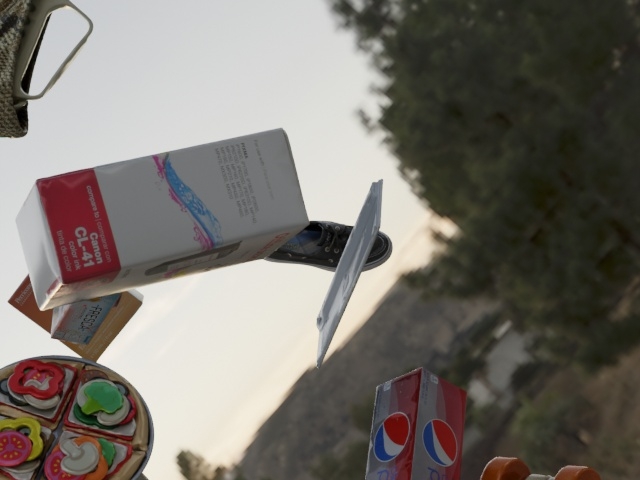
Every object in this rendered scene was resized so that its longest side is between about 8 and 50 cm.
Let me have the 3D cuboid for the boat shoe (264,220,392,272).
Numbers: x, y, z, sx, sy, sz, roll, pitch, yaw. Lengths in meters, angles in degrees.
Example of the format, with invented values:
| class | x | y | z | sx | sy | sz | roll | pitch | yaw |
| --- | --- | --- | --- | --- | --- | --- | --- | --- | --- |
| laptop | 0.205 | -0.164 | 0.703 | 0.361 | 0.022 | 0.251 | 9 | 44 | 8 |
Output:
| class | x | y | z | sx | sy | sz | roll | pitch | yaw |
| --- | --- | --- | --- | --- | --- | --- | --- | --- | --- |
| boat shoe | 0.000 | 0.000 | 2.122 | 0.076 | 0.229 | 0.080 | 75 | -157 | -71 |

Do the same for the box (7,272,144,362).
| class | x | y | z | sx | sy | sz | roll | pitch | yaw |
| --- | --- | --- | --- | --- | --- | --- | --- | --- | --- |
| box | -0.386 | 0.093 | 2.109 | 0.130 | 0.170 | 0.091 | -53 | 8 | 0 |

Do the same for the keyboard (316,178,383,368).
| class | x | y | z | sx | sy | sz | roll | pitch | yaw |
| --- | --- | --- | --- | --- | --- | --- | --- | --- | --- |
| keyboard | 0.030 | 0.041 | 1.460 | 0.256 | 0.014 | 0.072 | 111 | 163 | -47 |

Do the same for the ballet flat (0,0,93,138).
| class | x | y | z | sx | sy | sz | roll | pitch | yaw |
| --- | --- | --- | --- | --- | --- | --- | --- | --- | --- |
| ballet flat | -0.435 | -0.385 | 2.106 | 0.164 | 0.182 | 0.482 | 41 | -112 | -85 |

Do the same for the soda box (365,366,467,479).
| class | x | y | z | sx | sy | sz | roll | pitch | yaw |
| --- | --- | --- | --- | --- | --- | --- | --- | --- | --- |
| soda box | 0.113 | 0.295 | 1.624 | 0.092 | 0.083 | 0.263 | -28 | 42 | 43 |

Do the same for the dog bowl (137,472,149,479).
| class | x | y | z | sx | sy | sz | roll | pitch | yaw |
| --- | --- | --- | --- | --- | --- | --- | --- | --- | --- |
| dog bowl | -0.340 | 0.415 | 1.782 | 0.150 | 0.408 | 0.408 | -43 | -9 | 10 |

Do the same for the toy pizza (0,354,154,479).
| class | x | y | z | sx | sy | sz | roll | pitch | yaw |
| --- | --- | --- | --- | --- | --- | --- | --- | --- | --- |
| toy pizza | -0.272 | 0.192 | 1.379 | 0.201 | 0.201 | 0.032 | -40 | -24 | -41 |

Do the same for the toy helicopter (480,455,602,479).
| class | x | y | z | sx | sy | sz | roll | pitch | yaw |
| --- | --- | --- | --- | --- | --- | --- | --- | --- | --- |
| toy helicopter | 0.331 | 0.436 | 1.726 | 0.355 | 0.140 | 0.235 | 33 | -114 | -41 |

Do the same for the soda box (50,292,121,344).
| class | x | y | z | sx | sy | sz | roll | pitch | yaw |
| --- | --- | --- | --- | --- | --- | --- | --- | --- | --- |
| soda box | -0.325 | 0.079 | 1.851 | 0.183 | 0.058 | 0.063 | 132 | 144 | -53 |

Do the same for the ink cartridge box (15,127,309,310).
| class | x | y | z | sx | sy | sz | roll | pitch | yaw |
| --- | --- | --- | --- | --- | --- | --- | --- | --- | --- |
| ink cartridge box | -0.195 | -0.023 | 1.604 | 0.306 | 0.131 | 0.226 | -12 | -8 | -20 |
